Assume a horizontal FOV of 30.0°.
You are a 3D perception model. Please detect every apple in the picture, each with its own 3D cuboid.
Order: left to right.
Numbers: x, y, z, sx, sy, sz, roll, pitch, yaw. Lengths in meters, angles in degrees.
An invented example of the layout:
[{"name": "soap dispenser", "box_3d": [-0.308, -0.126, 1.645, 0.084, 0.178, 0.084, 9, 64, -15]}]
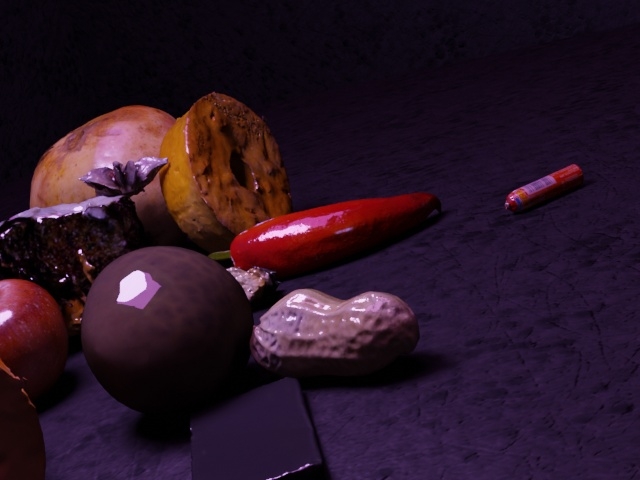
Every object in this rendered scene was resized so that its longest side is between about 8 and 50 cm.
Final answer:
[{"name": "apple", "box_3d": [-0.419, 0.146, 1.563, 0.201, 0.162, 0.201, -16, 25, 8]}]

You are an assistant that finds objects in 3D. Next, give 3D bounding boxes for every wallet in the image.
[{"name": "wallet", "box_3d": [-0.066, 0.196, 1.165, 0.124, 0.025, 0.244, -19, 12, -3]}]

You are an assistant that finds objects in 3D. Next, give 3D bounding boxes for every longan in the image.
[{"name": "longan", "box_3d": [-0.173, 0.102, 1.340, 0.198, 0.198, 0.212, -12, 32, 23]}]

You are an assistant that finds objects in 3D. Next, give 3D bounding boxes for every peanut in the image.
[{"name": "peanut", "box_3d": [0.015, 0.100, 1.289, 0.214, 0.099, 0.090, -6, -7, 35]}]

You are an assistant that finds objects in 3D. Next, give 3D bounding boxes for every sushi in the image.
[{"name": "sushi", "box_3d": [-0.410, 0.058, 1.760, 0.348, 0.207, 0.234, -18, 4, -2]}]

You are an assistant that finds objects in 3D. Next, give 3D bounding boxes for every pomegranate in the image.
[{"name": "pomegranate", "box_3d": [-0.345, -0.078, 2.067, 0.322, 0.322, 0.322, -17, 14, 4]}]

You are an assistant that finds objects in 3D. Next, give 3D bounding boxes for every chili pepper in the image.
[{"name": "chili pepper", "box_3d": [0.004, -0.001, 1.764, 0.368, 0.092, 0.137, -11, -5, 2]}]

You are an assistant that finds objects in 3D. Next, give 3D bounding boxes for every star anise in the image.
[{"name": "star anise", "box_3d": [-0.295, -0.099, 1.857, 0.129, 0.056, 0.124, -22, -19, 5]}]

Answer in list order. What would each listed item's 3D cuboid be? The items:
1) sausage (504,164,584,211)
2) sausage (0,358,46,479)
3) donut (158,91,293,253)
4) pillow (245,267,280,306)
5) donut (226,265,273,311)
[{"name": "sausage", "box_3d": [0.313, -0.071, 1.696, 0.129, 0.034, 0.034, -24, 15, -21]}, {"name": "sausage", "box_3d": [-0.416, 0.192, 1.212, 0.233, 0.233, 0.287, -23, 13, -19]}, {"name": "donut", "box_3d": [-0.155, -0.095, 1.946, 0.108, 0.277, 0.277, -26, 7, 33]}, {"name": "pillow", "box_3d": [-0.121, 0.074, 1.651, 0.135, 0.055, 0.091, -17, 11, -2]}, {"name": "donut", "box_3d": [-0.172, 0.098, 1.528, 0.186, 0.144, 0.126, 16, 29, 9]}]
